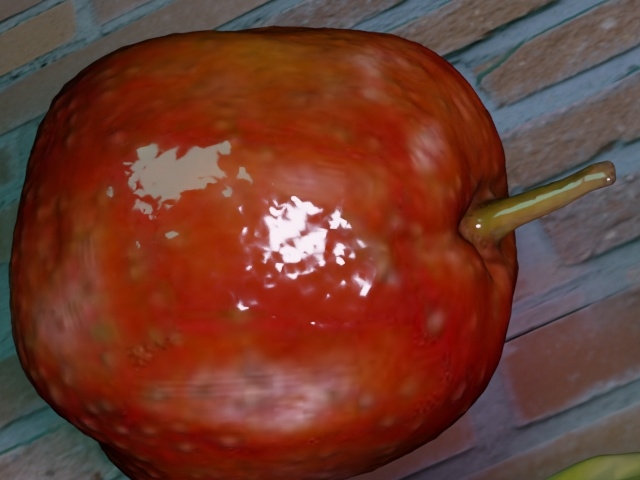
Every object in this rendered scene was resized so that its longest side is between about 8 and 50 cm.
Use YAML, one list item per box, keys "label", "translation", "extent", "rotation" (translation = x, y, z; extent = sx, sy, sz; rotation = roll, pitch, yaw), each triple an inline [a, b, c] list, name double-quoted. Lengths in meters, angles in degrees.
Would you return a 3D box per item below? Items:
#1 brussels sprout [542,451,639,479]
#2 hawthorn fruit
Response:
- label: "brussels sprout"
  translation: [0.148, 0.211, 0.668]
  extent: [0.273, 0.243, 0.316]
  rotation: [-31, 33, 7]
- label: "hawthorn fruit"
  translation: [0.000, 0.000, 0.990]
  extent: [0.330, 0.287, 0.287]
  rotation: [-12, 42, 16]
